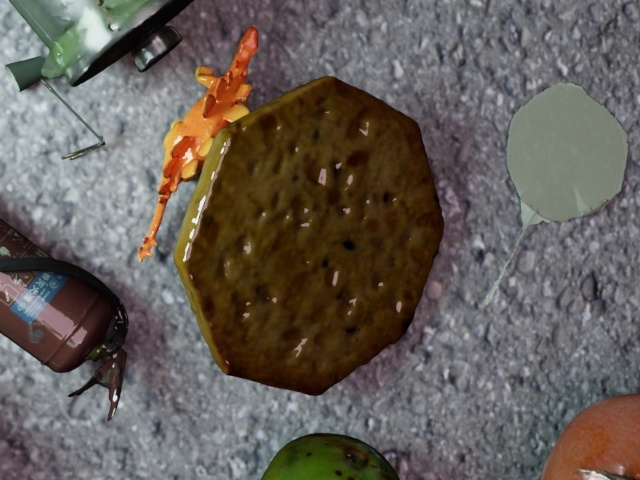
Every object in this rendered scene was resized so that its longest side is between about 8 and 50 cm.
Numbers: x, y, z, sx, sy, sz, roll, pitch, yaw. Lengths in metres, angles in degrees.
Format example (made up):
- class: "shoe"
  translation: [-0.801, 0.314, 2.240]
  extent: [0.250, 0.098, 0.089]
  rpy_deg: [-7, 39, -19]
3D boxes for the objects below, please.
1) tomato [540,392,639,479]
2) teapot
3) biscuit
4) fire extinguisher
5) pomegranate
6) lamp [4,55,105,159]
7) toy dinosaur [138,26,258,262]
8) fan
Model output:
- class: "tomato"
  translation: [0.405, 0.338, 1.020]
  extent: [0.341, 0.273, 0.341]
  rpy_deg: [0, 93, -1]
- class: "teapot"
  translation: [-0.240, -0.334, 0.841]
  extent: [0.270, 0.200, 0.337]
  rpy_deg: [-38, 104, -1]
- class: "biscuit"
  translation: [-0.001, 0.001, 0.952]
  extent: [0.359, 0.046, 0.359]
  rpy_deg: [-9, 106, -34]
- class: "fire extinguisher"
  translation: [-0.327, 0.049, 0.877]
  extent: [0.341, 0.105, 0.141]
  rpy_deg: [40, 50, -13]
- class: "pomegranate"
  translation: [-0.004, 0.329, 0.963]
  extent: [0.181, 0.181, 0.224]
  rpy_deg: [26, 107, -15]
- class: "lamp"
  translation: [-0.284, -0.145, 0.925]
  extent: [0.054, 0.041, 0.121]
  rpy_deg: [-31, 97, -21]
- class: "toy dinosaur"
  translation: [-0.131, -0.108, 0.925]
  extent: [0.070, 0.117, 0.288]
  rpy_deg: [29, 82, -15]
- class: "fan"
  translation: [0.281, -0.052, 1.094]
  extent: [0.182, 0.010, 0.310]
  rpy_deg: [34, 81, -14]
